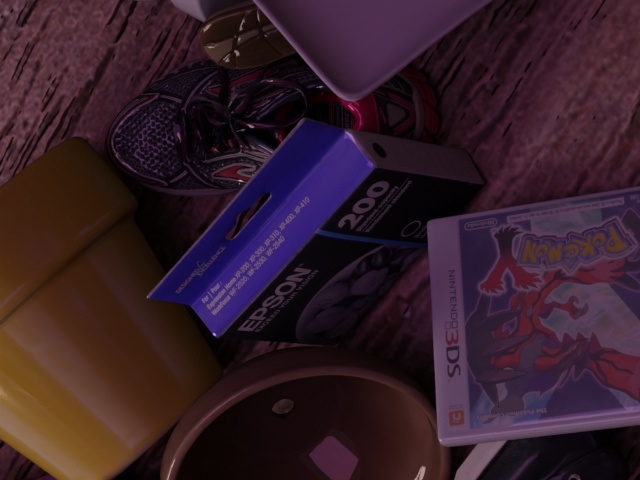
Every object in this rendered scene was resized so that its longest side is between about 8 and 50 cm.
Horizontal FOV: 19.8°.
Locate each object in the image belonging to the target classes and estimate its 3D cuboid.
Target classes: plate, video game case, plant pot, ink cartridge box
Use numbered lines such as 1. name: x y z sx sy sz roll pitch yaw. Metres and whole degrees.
1. plate: 0.034 -0.263 1.398 0.278 0.277 0.045 48 160 15
2. video game case: 0.182 0.056 1.396 0.201 0.023 0.183 -9 69 19
3. plant pot: -0.221 0.080 1.569 0.239 0.254 0.254 48 117 -3
4. ink cartridge box: 0.000 0.000 1.440 0.206 0.208 0.045 -48 57 26
5. plant pot: -0.020 0.166 1.502 0.237 0.237 0.109 -56 30 23

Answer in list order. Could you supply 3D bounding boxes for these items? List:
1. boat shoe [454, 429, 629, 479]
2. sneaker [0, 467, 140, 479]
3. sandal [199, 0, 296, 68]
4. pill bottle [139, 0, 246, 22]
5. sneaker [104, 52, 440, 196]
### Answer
1. boat shoe: 0.130 0.273 1.454 0.113 0.127 0.340 43 106 30
2. sneaker: -0.221 0.237 1.669 0.236 0.095 0.104 11 96 22
3. sandal: -0.008 -0.181 1.458 0.180 0.049 0.072 -9 128 11
4. pill bottle: -0.170 -0.295 1.520 0.278 0.162 0.162 29 110 21
5. sneaker: -0.056 -0.101 1.513 0.299 0.112 0.120 -7 93 30
